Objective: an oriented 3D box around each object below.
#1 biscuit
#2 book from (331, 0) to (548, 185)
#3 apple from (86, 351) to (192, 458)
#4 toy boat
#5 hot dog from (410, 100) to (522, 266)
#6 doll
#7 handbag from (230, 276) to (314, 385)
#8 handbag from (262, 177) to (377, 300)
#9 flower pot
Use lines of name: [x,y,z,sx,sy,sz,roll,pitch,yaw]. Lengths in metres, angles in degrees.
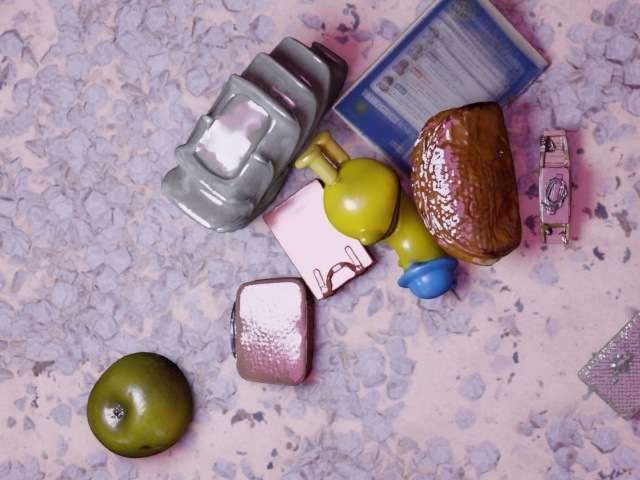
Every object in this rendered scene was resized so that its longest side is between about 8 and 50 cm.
biscuit: [0.551,0.201,1.877,0.121,0.040,0.199,43,100,9]
book: [0.208,-0.270,1.907,0.322,0.018,0.228,-44,104,9]
apple: [-0.332,0.303,2.001,0.196,0.157,0.196,0,89,20]
toy boat: [0.402,-0.093,1.877,0.057,0.077,0.200,0,92,12]
hot dog: [0.256,-0.094,1.852,0.196,0.122,0.272,-16,99,-32]
doll: [0.115,-0.044,1.900,0.363,0.199,0.145,45,132,-12]
handbag: [-0.087,0.161,1.989,0.151,0.072,0.193,3,94,12]
handbag: [0.000,0.000,1.972,0.127,0.063,0.190,-35,83,10]
flower pot: [-0.105,-0.187,1.886,0.164,0.254,0.367,38,99,11]
